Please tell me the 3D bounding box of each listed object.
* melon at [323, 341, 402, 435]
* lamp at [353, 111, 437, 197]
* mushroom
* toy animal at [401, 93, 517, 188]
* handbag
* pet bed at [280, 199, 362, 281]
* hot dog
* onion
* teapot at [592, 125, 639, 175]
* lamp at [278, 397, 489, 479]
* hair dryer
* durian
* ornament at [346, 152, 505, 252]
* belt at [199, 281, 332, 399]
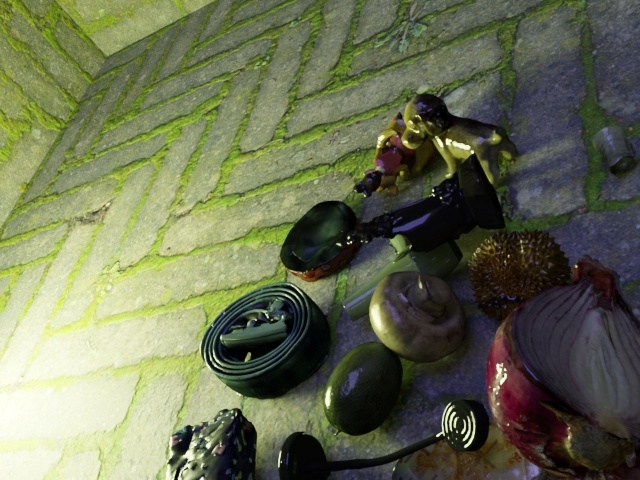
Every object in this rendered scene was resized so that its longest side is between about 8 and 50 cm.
[{"bbox_3d":[0.067,0.242,1.133,0.114,0.114,0.167,11,62,47],"label":"melon"},{"bbox_3d":[0.165,-0.174,1.480,0.253,0.118,0.118,-53,38,-11],"label":"lamp"},{"bbox_3d":[0.162,0.119,1.135,0.127,0.166,0.166,125,159,-44],"label":"mushroom"},{"bbox_3d":[0.266,-0.194,1.367,0.233,0.168,0.121,27,71,38],"label":"toy animal"},{"bbox_3d":[-0.188,0.411,1.190,0.162,0.113,0.260,-23,38,13],"label":"handbag"},{"bbox_3d":[0.000,0.000,1.492,0.201,0.053,0.201,-25,38,21],"label":"pet bed"},{"bbox_3d":[0.207,0.319,0.971,0.253,0.069,0.131,-23,49,28],"label":"hot dog"},{"bbox_3d":[0.333,0.175,0.907,0.159,0.267,0.348,-63,-3,35],"label":"onion"},{"bbox_3d":[0.507,-0.150,1.198,0.067,0.057,0.083,-2,50,2],"label":"teapot"},{"bbox_3d":[0.065,0.301,0.982,0.371,0.108,0.130,-27,55,49],"label":"lamp"},{"bbox_3d":[0.115,0.049,1.319,0.229,0.092,0.267,-40,27,-10],"label":"hair dryer"},{"bbox_3d":[0.309,0.053,1.099,0.158,0.137,0.168,-40,22,38],"label":"durian"},{"bbox_3d":[0.178,-0.045,1.233,0.260,0.106,0.251,-21,11,18],"label":"ornament"},{"bbox_3d":[-0.114,0.191,1.343,0.267,0.116,0.206,-23,44,19],"label":"belt"}]
